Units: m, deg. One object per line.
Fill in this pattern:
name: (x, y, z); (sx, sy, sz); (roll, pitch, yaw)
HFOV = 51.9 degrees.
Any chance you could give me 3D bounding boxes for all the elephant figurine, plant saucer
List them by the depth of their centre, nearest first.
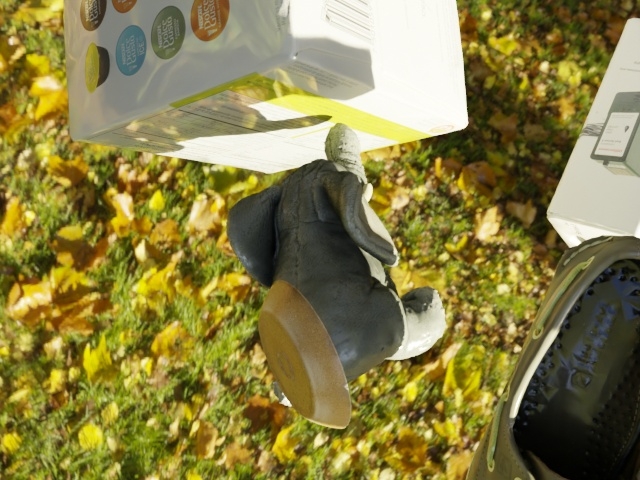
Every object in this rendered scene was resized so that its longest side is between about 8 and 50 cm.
plant saucer: (-0.013, 0.062, 0.342); (0.015, 0.083, 0.083); (-22, 65, -22)
elephant figurine: (0.000, 0.000, 0.596); (0.170, 0.186, 0.239); (-15, 87, -13)

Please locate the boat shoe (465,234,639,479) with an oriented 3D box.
boat shoe: (0.159, 0.142, 0.433); (0.109, 0.091, 0.304); (17, 92, 19)

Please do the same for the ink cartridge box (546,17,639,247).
ink cartridge box: (0.418, -0.113, 0.857); (0.115, 0.198, 0.272); (22, 87, 36)

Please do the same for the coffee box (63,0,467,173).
coffee box: (-0.065, -0.286, 0.775); (0.338, 0.335, 0.337); (2, 81, -53)
